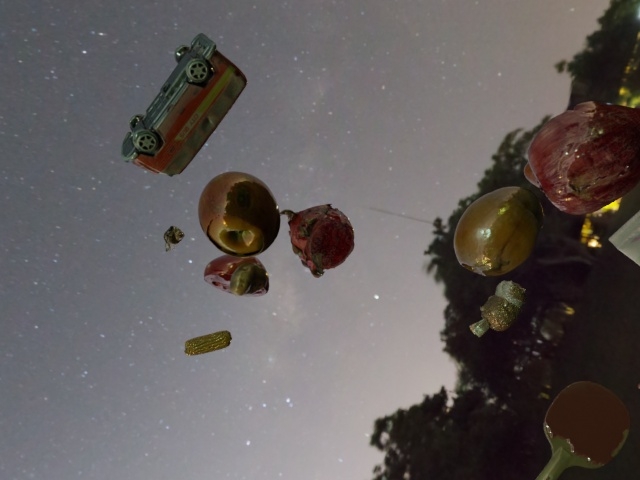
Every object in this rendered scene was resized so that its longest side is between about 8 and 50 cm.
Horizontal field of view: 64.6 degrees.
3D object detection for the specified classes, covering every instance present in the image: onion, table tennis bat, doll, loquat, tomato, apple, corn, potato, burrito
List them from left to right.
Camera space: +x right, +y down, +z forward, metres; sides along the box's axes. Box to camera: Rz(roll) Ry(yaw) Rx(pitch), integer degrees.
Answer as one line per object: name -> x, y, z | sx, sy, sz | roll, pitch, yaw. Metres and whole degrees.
burrito -> -0.464, -0.006, 1.579 | 0.063, 0.229, 0.058 | -45, -79, -21
corn -> -0.218, 0.200, 0.982 | 0.092, 0.037, 0.037 | -11, -58, -15
tomato -> -0.291, 0.108, 1.795 | 0.233, 0.200, 0.139 | 37, -127, -43
apple -> -0.216, -0.066, 1.372 | 0.237, 0.237, 0.207 | 58, -168, -56
potato -> -0.188, 0.099, 1.294 | 0.091, 0.070, 0.138 | -57, -19, 5
loquat -> 0.415, -0.024, 1.175 | 0.227, 0.179, 0.179 | -56, -28, 0
doll -> 0.576, 0.225, 1.616 | 0.221, 0.105, 0.115 | -47, -67, -17
table tennis bat -> 0.461, 0.365, 0.918 | 0.234, 0.131, 0.022 | -50, -24, -9
onion -> 0.592, -0.184, 1.053 | 0.283, 0.227, 0.120 | -39, 11, 19

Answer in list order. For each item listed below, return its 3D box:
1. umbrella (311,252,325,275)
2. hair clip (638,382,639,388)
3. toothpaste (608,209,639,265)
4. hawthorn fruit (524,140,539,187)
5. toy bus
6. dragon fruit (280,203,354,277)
umbrella -> -0.005, 0.060, 1.317 | 0.083, 0.031, 0.020 | -108, -7, -49
hair clip -> 0.912, 0.385, 1.304 | 0.033, 0.188, 0.060 | -85, 17, -71
toothpaste -> 0.363, 0.083, 0.385 | 0.058, 0.314, 0.056 | -29, -35, -1
hawthorn fruit -> 0.662, -0.214, 1.386 | 0.189, 0.189, 0.189 | -39, -44, -50
toy bus -> -0.250, -0.235, 0.924 | 0.120, 0.121, 0.265 | 32, -78, -39
dragon fruit -> 0.000, 0.000, 1.569 | 0.282, 0.147, 0.211 | 28, -72, -34
